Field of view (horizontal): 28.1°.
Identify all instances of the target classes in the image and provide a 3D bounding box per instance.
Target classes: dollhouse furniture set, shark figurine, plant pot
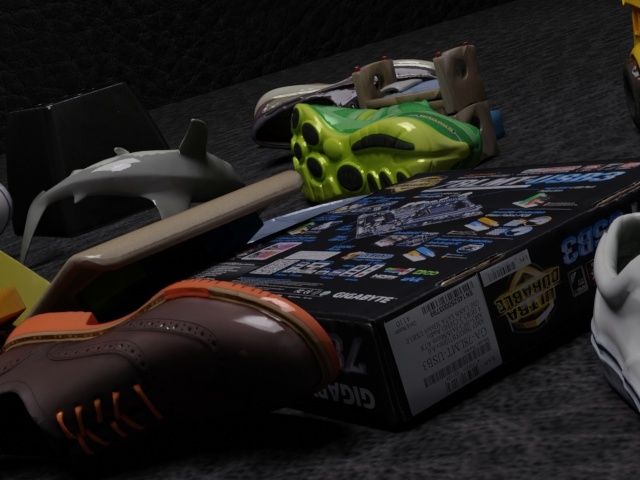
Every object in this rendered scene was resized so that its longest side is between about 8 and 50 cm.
[{"bbox_3d":[0.152,-0.162,1.451,0.129,0.129,0.183,-3,17,43],"label":"dollhouse furniture set"},{"bbox_3d":[-0.210,-0.046,1.461,0.278,0.116,0.166,-10,-23,-14],"label":"shark figurine"},{"bbox_3d":[-0.317,-0.113,1.709,0.188,0.167,0.187,-24,15,-33],"label":"plant pot"}]

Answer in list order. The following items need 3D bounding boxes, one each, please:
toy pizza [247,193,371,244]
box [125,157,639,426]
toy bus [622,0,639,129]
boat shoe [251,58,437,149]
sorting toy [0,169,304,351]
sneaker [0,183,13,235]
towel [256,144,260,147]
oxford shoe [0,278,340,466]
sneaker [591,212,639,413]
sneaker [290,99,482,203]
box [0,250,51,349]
[{"bbox_3d":[0.000,0.000,1.139,0.201,0.032,0.201,-15,11,3],"label":"toy pizza"},{"bbox_3d":[0.063,0.020,0.880,0.293,0.073,0.295,-22,14,-34],"label":"box"},{"bbox_3d":[0.370,-0.214,1.237,0.149,0.211,0.220,-12,14,6],"label":"toy bus"},{"bbox_3d":[0.040,-0.170,1.722,0.285,0.103,0.092,-7,33,16],"label":"boat shoe"},{"bbox_3d":[-0.169,0.049,0.962,0.307,0.041,0.229,-25,-9,-42],"label":"sorting toy"},{"bbox_3d":[-0.497,0.022,1.510,0.282,0.102,0.161,-26,16,-2],"label":"sneaker"},{"bbox_3d":[0.010,-0.167,1.902,0.102,0.021,0.237,-26,16,-38],"label":"towel"},{"bbox_3d":[-0.108,0.094,0.758,0.271,0.097,0.098,-14,28,38],"label":"oxford shoe"},{"bbox_3d":[0.177,0.044,0.584,0.094,0.091,0.258,-16,12,-7],"label":"sneaker"},{"bbox_3d":[0.061,-0.092,1.356,0.123,0.109,0.295,-10,14,-29],"label":"sneaker"},{"bbox_3d":[-0.307,0.026,1.007,0.087,0.058,0.232,-9,-28,22],"label":"box"}]
